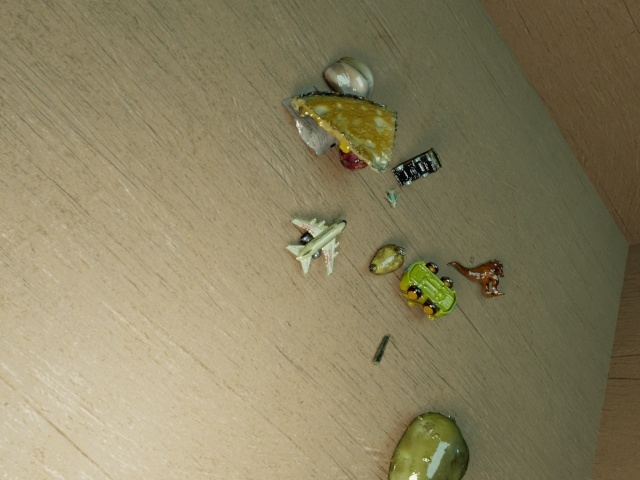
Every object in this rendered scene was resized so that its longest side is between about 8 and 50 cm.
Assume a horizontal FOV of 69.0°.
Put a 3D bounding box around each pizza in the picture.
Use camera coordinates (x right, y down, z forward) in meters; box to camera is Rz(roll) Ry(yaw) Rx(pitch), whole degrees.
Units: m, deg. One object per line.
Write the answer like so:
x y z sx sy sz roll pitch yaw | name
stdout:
0.150 -0.457 1.798 0.435 0.080 0.392 44 48 6 | pizza

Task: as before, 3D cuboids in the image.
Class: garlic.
0.149 -0.675 1.967 0.228 0.110 0.217 50 49 -16 | garlic

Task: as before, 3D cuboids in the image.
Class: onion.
0.154 -0.337 1.874 0.140 0.150 0.150 52 43 -59 | onion

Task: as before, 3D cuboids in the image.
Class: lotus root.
0.251 0.085 1.841 0.191 0.094 0.108 -30 73 -31 | lotus root

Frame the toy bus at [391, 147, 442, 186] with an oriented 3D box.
0.425 -0.317 2.018 0.114 0.201 0.098 -38 101 -41 | toy bus

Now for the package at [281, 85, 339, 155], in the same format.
-0.011 -0.471 1.811 0.204 0.062 0.251 -39 98 -40 | package

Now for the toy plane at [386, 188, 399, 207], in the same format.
0.307 -0.181 1.995 0.080 0.033 0.083 -6 88 -40 | toy plane

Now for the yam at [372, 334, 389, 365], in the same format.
0.231 0.413 1.768 0.027 0.033 0.129 30 52 3 | yam

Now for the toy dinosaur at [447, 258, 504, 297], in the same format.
0.797 0.182 2.237 0.432 0.097 0.208 -1 64 -42 | toy dinosaur

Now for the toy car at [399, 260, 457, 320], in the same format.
0.429 0.211 1.907 0.248 0.142 0.200 46 50 6 | toy car

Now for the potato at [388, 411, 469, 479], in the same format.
0.377 0.780 1.650 0.359 0.219 0.269 -31 104 -37 | potato

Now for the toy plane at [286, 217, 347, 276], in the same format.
0.000 0.000 1.653 0.256 0.104 0.242 -41 101 -38 | toy plane
